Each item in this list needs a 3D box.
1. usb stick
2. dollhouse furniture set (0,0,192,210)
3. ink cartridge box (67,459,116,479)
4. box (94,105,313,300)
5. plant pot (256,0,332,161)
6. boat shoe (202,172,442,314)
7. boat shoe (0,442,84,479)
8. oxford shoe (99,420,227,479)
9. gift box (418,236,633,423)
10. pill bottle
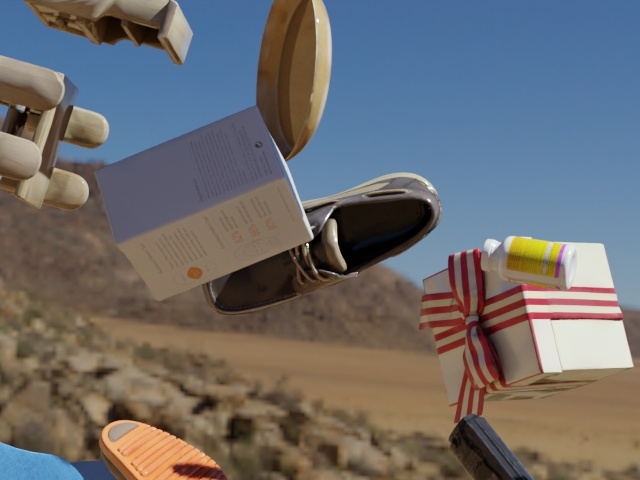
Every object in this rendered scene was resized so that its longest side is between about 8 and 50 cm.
[{"bbox_3d":[0.263,0.343,1.810,0.045,0.278,0.077,-18,-33,-37],"label":"usb stick"},{"bbox_3d":[-0.255,-0.148,1.513,0.161,0.242,0.212,16,-6,6],"label":"dollhouse furniture set"},{"bbox_3d":[-0.321,0.421,2.019,0.127,0.176,0.128,4,19,-44],"label":"ink cartridge box"},{"bbox_3d":[-0.111,-0.034,1.372,0.171,0.091,0.130,-21,-29,2],"label":"box"},{"bbox_3d":[-0.032,-0.213,1.787,0.032,0.236,0.236,3,-4,-20],"label":"plant pot"},{"bbox_3d":[0.000,0.000,1.945,0.355,0.132,0.130,-26,4,-2],"label":"boat shoe"},{"bbox_3d":[-0.263,0.209,1.151,0.089,0.109,0.258,-11,-33,15],"label":"boat shoe"},{"bbox_3d":[-0.154,0.376,1.764,0.364,0.132,0.130,43,30,13],"label":"oxford shoe"},{"bbox_3d":[0.317,0.152,2.330,0.258,0.255,0.276,3,-26,-39],"label":"gift box"},{"bbox_3d":[0.193,0.020,1.317,0.083,0.043,0.043,10,-1,21],"label":"pill bottle"}]
